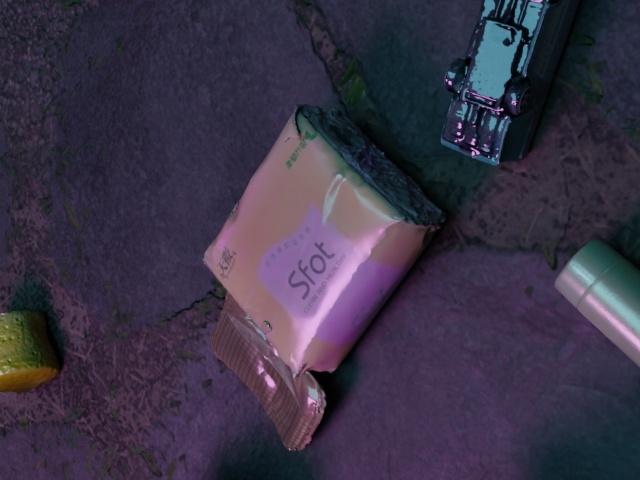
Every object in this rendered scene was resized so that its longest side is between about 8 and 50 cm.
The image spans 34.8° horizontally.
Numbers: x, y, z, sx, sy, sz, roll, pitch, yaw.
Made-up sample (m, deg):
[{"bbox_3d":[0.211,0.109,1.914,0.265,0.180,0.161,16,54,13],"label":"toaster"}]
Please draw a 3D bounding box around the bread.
[{"bbox_3d":[-0.470,0.173,1.552,0.129,0.111,0.114,-24,69,29],"label":"bread"}]

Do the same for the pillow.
[{"bbox_3d":[-0.068,0.162,1.285,0.211,0.034,0.135,48,134,26],"label":"pillow"}]

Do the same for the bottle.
[{"bbox_3d":[0.324,0.088,0.995,0.201,0.072,0.072,46,116,25],"label":"bottle"}]

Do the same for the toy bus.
[{"bbox_3d":[0.204,-0.211,1.053,0.091,0.109,0.262,27,108,30],"label":"toy bus"}]

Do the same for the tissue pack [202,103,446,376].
[{"bbox_3d":[0.000,0.000,1.196,0.215,0.123,0.257,48,125,23],"label":"tissue pack"}]
